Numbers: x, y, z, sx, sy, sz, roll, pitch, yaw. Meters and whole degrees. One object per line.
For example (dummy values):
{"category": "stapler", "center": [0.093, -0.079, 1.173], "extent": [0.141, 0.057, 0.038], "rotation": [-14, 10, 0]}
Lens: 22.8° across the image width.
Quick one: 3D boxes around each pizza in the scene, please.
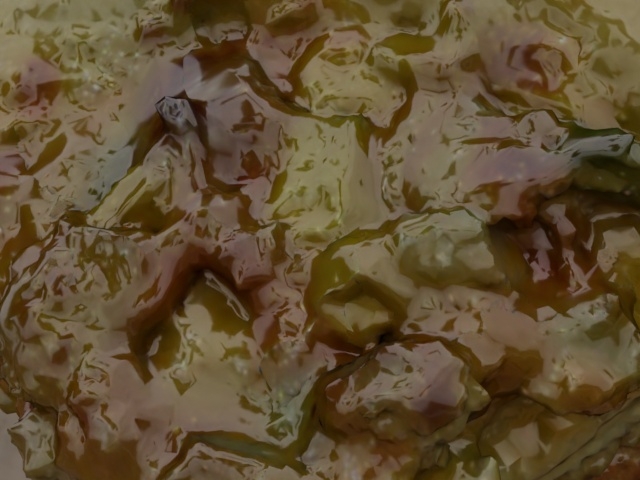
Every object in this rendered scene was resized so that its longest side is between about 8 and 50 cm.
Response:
{"category": "pizza", "center": [-0.008, -0.030, 0.488], "extent": [0.258, 0.087, 0.268], "rotation": [-37, 63, 1]}

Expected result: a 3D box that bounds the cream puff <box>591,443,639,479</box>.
{"category": "cream puff", "center": [0.207, 0.042, 0.852], "extent": [0.303, 0.303, 0.212], "rotation": [-20, 17, -8]}
